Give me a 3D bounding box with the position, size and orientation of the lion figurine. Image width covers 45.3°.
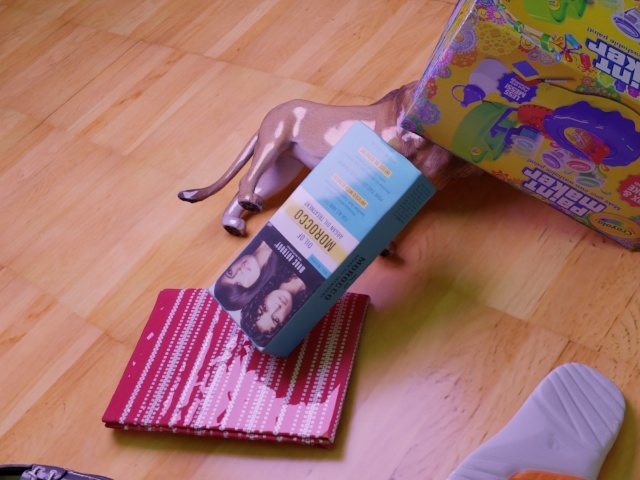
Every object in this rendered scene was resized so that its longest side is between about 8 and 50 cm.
[{"bbox_3d":[0.026,-0.116,0.956,0.392,0.142,0.240,11,67,20],"label":"lion figurine"}]

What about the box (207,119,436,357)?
[{"bbox_3d":[0.000,0.000,0.810,0.244,0.060,0.100,-49,63,6],"label":"box"}]

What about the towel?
[{"bbox_3d":[-0.093,0.134,0.859,0.275,0.031,0.199,0,47,19],"label":"towel"}]

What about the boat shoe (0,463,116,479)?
[{"bbox_3d":[-0.294,0.266,0.789,0.206,0.065,0.075,-4,47,18],"label":"boat shoe"}]

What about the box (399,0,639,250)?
[{"bbox_3d":[0.283,-0.195,0.823,0.290,0.177,0.279,27,57,-3],"label":"box"}]

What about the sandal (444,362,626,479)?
[{"bbox_3d":[0.182,0.208,0.657,0.102,0.076,0.265,35,46,26],"label":"sandal"}]
